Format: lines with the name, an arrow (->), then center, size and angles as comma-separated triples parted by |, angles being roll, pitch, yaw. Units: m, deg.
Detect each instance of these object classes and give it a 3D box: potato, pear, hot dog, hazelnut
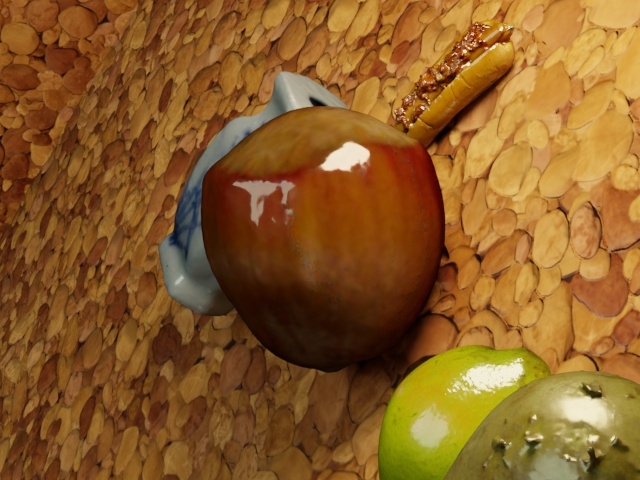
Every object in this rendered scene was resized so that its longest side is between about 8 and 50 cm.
potato -> 0.235, 0.275, 0.997 | 0.219, 0.270, 0.359 | -83, 17, -46
pear -> 0.167, 0.209, 1.193 | 0.219, 0.187, 0.187 | -61, 32, 14
hot dog -> 0.189, -0.234, 1.549 | 0.249, 0.076, 0.102 | -43, 35, 33
hazelnut -> -0.002, -0.009, 1.477 | 0.366, 0.366, 0.366 | -34, 44, 41

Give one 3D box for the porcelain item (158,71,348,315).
porcelain item -> -0.106, -0.067, 1.778 | 0.405, 0.178, 0.242 | -52, 35, 26
